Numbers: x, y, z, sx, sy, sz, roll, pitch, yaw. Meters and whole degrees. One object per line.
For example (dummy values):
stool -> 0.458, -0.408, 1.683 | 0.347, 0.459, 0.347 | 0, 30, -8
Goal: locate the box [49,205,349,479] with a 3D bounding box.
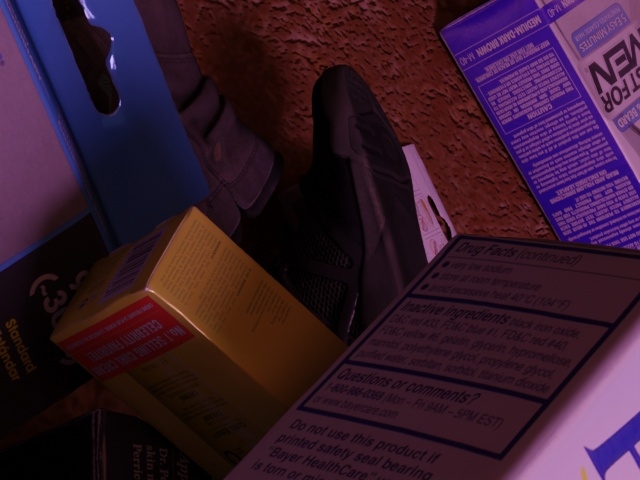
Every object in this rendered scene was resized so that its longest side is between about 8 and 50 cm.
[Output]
box -> -0.015, 0.089, 0.805 | 0.232, 0.087, 0.058 | 45, 46, -20

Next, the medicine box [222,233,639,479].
medicine box -> 0.079, 0.187, 0.706 | 0.289, 0.149, 0.263 | -44, 119, -26

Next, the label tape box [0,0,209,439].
label tape box -> -0.194, -0.030, 0.803 | 0.334, 0.106, 0.240 | -35, 121, -26

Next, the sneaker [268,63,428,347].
sneaker -> 0.000, 0.000, 1.077 | 0.087, 0.130, 0.227 | 20, 56, -61

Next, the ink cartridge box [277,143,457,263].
ink cartridge box -> 0.050, 0.009, 1.208 | 0.145, 0.045, 0.179 | 64, 25, 1

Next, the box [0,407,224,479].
box -> -0.035, 0.292, 0.880 | 0.313, 0.179, 0.343 | 15, 62, -37

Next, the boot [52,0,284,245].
boot -> -0.153, -0.035, 0.976 | 0.338, 0.118, 0.222 | -46, 110, -40

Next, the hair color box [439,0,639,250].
hair color box -> 0.261, -0.079, 1.389 | 0.185, 0.110, 0.338 | -37, 99, -47
